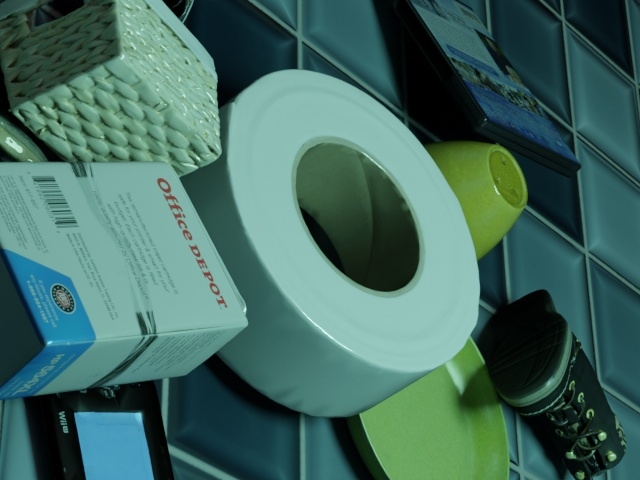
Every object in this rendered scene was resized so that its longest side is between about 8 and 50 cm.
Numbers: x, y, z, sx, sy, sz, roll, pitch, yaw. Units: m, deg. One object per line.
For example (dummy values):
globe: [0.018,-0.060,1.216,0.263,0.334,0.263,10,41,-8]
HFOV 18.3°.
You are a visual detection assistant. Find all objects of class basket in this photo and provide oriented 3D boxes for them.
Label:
basket: [-0.156,-0.117,1.498,0.167,0.113,0.103,45,26,-52]

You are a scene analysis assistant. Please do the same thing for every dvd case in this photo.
dvd case: [0.156,-0.179,2.038,0.180,0.022,0.253,20,32,-48]

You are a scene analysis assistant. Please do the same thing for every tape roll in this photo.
tape roll: [0.000,0.000,1.658,0.286,0.100,0.286,27,46,-32]

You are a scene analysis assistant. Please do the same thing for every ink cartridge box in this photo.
ink cartridge box: [-0.170,0.025,1.407,0.203,0.086,0.148,-2,58,-51]

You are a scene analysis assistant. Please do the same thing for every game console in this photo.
game console: [-0.138,0.250,1.383,0.213,0.044,0.361,12,59,-53]

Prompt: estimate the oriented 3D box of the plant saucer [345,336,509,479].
plant saucer: [0.087,0.152,1.785,0.241,0.037,0.241,35,42,-40]

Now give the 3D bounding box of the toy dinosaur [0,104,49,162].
toy dinosaur: [-0.259,-0.090,1.420,0.268,0.064,0.118,55,27,-22]

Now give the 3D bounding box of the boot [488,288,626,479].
boot: [0.238,0.159,1.916,0.179,0.085,0.236,60,11,-13]

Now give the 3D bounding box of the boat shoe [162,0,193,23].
boat shoe: [-0.143,-0.199,1.642,0.080,0.076,0.228,58,33,-12]

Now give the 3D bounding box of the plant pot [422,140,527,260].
plant pot: [0.146,-0.044,1.946,0.134,0.095,0.134,34,44,-41]
